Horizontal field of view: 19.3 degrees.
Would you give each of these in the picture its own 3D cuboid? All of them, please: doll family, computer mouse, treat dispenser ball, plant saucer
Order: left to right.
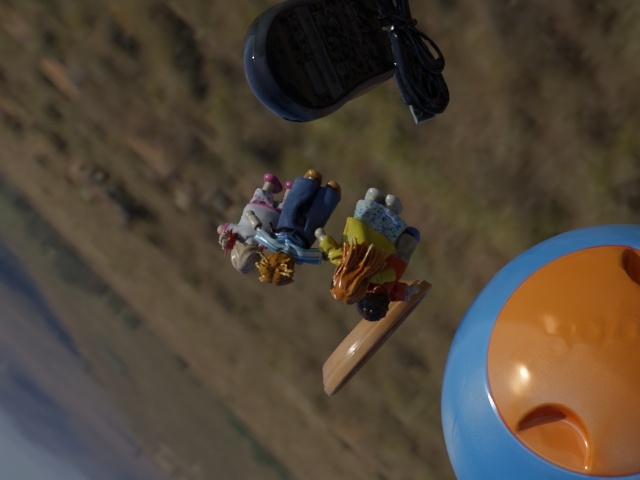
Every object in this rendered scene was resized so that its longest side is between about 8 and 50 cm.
[{"bbox_3d":[0.000,0.000,2.286,0.263,0.163,0.118,20,147,8],"label":"doll family"},{"bbox_3d":[0.008,-0.184,1.892,0.072,0.272,0.188,-17,94,42],"label":"computer mouse"},{"bbox_3d":[0.068,0.122,2.483,0.037,0.200,0.200,42,171,5],"label":"plant saucer"},{"bbox_3d":[0.239,0.131,1.494,0.288,0.288,0.288,41,171,8],"label":"treat dispenser ball"}]
